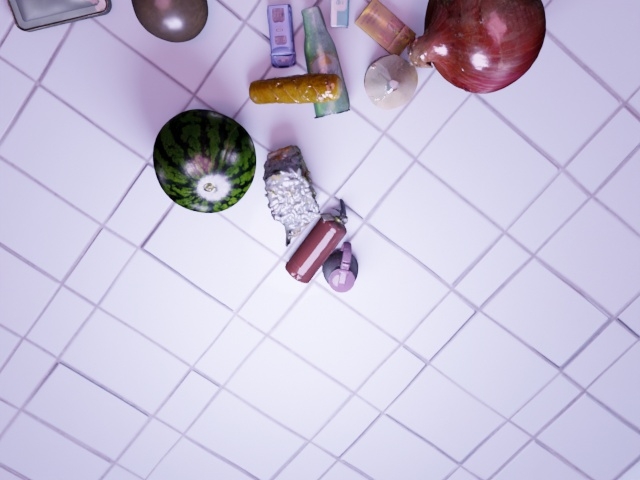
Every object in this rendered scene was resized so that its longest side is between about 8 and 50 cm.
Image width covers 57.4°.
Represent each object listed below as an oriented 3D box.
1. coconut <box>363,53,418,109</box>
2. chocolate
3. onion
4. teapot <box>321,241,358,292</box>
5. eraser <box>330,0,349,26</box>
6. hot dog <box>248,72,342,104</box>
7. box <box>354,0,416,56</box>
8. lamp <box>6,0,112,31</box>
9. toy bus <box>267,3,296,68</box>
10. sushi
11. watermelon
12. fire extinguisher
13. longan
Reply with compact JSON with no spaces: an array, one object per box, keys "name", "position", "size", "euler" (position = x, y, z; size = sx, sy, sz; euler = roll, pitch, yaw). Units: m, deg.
[{"name":"coconut","position":[0.190,-0.434,1.606],"size":[0.147,0.152,0.147],"euler":[0,108,1]},{"name":"chocolate","position":[0.006,-0.491,1.615],"size":[0.110,0.110,0.291],"euler":[-12,107,3]},{"name":"onion","position":[0.409,-0.551,1.484],"size":[0.354,0.353,0.353],"euler":[0,109,-1]},{"name":"teapot","position":[0.073,0.090,1.790],"size":[0.116,0.146,0.148],"euler":[40,104,-13]},{"name":"eraser","position":[0.053,-0.681,1.547],"size":[0.052,0.095,0.225],"euler":[3,110,2]},{"name":"hot dog","position":[-0.075,-0.409,1.601],"size":[0.286,0.061,0.087],"euler":[0,120,30]},{"name":"box","position":[0.180,-0.587,1.620],"size":[0.156,0.022,0.089],"euler":[38,105,-13]},{"name":"lamp","position":[-0.720,-0.715,1.549],"size":[0.267,0.047,0.268],"euler":[-12,109,3]},{"name":"toy bus","position":[-0.108,-0.556,1.599],"size":[0.073,0.076,0.167],"euler":[-5,109,1]},{"name":"sushi","position":[-0.082,-0.133,1.689],"size":[0.140,0.184,0.274],"euler":[-18,110,7]},{"name":"watermelon","position":[-0.316,-0.218,1.615],"size":[0.286,0.285,0.284],"euler":[0,109,-1]},{"name":"fire extinguisher","position":[0.000,0.000,1.786],"size":[0.105,0.104,0.269],"euler":[33,108,-11]},{"name":"longan","position":[-0.392,-0.621,1.516],"size":[0.198,0.198,0.212],"euler":[-19,107,5]}]
